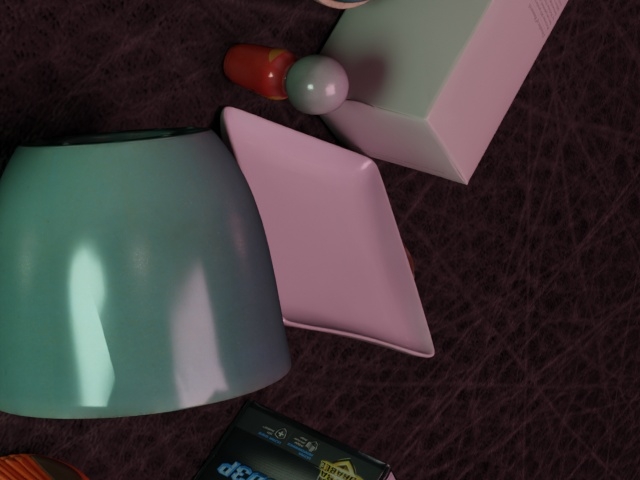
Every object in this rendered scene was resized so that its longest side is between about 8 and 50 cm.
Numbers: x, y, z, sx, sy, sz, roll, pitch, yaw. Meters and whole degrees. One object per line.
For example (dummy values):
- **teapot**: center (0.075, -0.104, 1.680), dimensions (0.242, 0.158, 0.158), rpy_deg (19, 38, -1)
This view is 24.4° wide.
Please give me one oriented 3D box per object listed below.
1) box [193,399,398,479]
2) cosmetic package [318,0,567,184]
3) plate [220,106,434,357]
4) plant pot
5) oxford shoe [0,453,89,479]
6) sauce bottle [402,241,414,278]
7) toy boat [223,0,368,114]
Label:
- **box**: center (-0.042, 0.310, 1.780), dimensions (0.175, 0.220, 0.051), rpy_deg (-55, 146, -21)
- **cosmetic package**: center (0.158, -0.273, 1.787), dimensions (0.365, 0.197, 0.155), rpy_deg (-60, 144, -13)
- **plate**: center (0.000, 0.000, 1.686), dimensions (0.277, 0.045, 0.278), rpy_deg (16, 50, -47)
- **plant pot**: center (-0.180, 0.016, 1.388), dimensions (0.293, 0.293, 0.235), rpy_deg (-14, 103, -52)
- **oxford shoe**: center (-0.367, 0.304, 1.404), dimensions (0.364, 0.130, 0.132), rpy_deg (-1, 115, -53)
- **sauce bottle**: center (-0.014, 0.041, 1.779), dimensions (0.344, 0.111, 0.111), rpy_deg (-2, 108, -56)
- **toy boat**: center (0.012, -0.293, 1.609), dimensions (0.267, 0.148, 0.318), rpy_deg (26, 84, -57)
